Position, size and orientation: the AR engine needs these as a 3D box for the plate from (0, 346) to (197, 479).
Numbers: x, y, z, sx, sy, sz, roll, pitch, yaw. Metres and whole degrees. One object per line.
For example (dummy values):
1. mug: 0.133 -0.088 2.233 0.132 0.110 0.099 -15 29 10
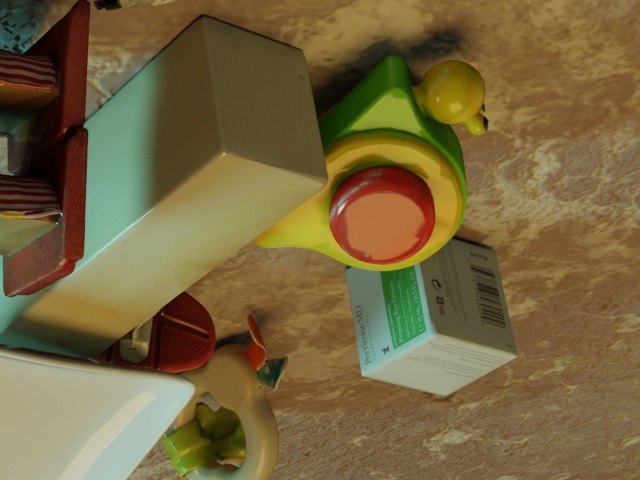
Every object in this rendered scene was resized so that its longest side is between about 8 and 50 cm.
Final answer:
1. plate: -0.266 0.166 1.073 0.278 0.045 0.277 16 120 -46

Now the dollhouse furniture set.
1. dollhouse furniture set: -0.300 -0.032 0.934 0.201 0.152 0.374 6 165 -29

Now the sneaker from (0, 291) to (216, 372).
1. sneaker: -0.202 0.077 1.218 0.221 0.087 0.128 11 156 -13

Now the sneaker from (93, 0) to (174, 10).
1. sneaker: -0.096 -0.153 0.822 0.069 0.038 0.098 -23 161 -34

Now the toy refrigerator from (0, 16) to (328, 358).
1. toy refrigerator: -0.115 -0.025 1.014 0.094 0.102 0.269 15 143 -39

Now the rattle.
1. rattle: -0.049 0.137 1.382 0.143 0.130 0.199 -2 126 -39

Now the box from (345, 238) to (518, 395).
1. box: 0.089 0.059 1.241 0.102 0.101 0.087 16 143 -38

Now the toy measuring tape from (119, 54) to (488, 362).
1. toy measuring tape: 0.000 0.000 1.045 0.121 0.121 0.330 19 128 -43
